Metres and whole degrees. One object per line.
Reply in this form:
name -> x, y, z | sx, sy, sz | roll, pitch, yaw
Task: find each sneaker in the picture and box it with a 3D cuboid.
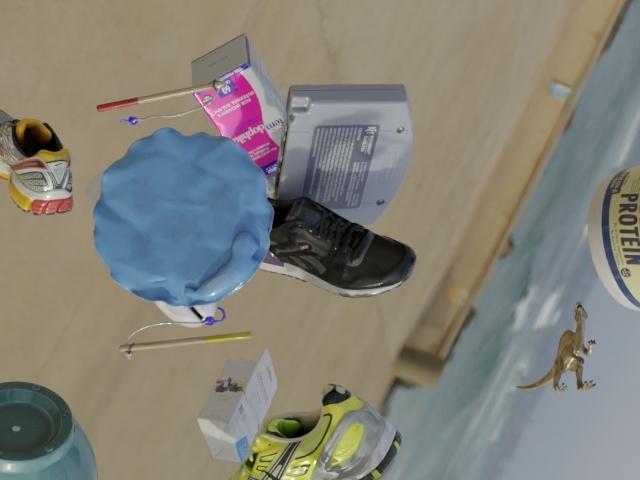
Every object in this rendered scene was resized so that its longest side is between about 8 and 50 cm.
sneaker -> 0.000, 0.000, 1.712 | 0.124, 0.283, 0.107 | 72, 35, -47
sneaker -> -0.367, -0.119, 1.438 | 0.088, 0.225, 0.092 | -10, 125, -40
sneaker -> -0.063, 0.342, 1.737 | 0.385, 0.147, 0.145 | -35, -171, 19

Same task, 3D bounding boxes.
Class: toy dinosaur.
toy dinosaur -> 0.341, 0.171, 1.597 | 0.092, 0.053, 0.183 | -99, -152, -52

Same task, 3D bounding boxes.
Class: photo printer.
photo printer -> -0.315, 0.026, 2.231 | 0.107, 0.307, 0.256 | -35, 158, -4

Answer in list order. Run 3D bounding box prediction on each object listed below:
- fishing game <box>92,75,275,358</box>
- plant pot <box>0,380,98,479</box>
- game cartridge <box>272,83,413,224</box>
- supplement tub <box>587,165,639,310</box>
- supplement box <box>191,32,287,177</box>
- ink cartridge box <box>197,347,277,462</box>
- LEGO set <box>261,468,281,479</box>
fishing game -> -0.134, -0.024, 1.149 | 0.041, 0.189, 0.264 | 28, 52, -79
plant pot -> -0.493, 0.352, 1.846 | 0.293, 0.293, 0.196 | -48, 158, -52
game cartridge -> 0.035, -0.126, 1.736 | 0.294, 0.196, 0.060 | 103, -14, -53
supplement tub -> 0.605, -0.021, 1.767 | 0.325, 0.235, 0.235 | -13, -148, 45
supplement box -> -0.119, -0.223, 1.982 | 0.220, 0.111, 0.114 | 55, 15, -34
ink cartridge box -> -0.139, 0.276, 1.973 | 0.181, 0.062, 0.104 | -63, 150, -45
LEGO set -> 0.058, 0.425, 1.521 | 0.192, 0.331, 0.255 | -58, -169, -19
